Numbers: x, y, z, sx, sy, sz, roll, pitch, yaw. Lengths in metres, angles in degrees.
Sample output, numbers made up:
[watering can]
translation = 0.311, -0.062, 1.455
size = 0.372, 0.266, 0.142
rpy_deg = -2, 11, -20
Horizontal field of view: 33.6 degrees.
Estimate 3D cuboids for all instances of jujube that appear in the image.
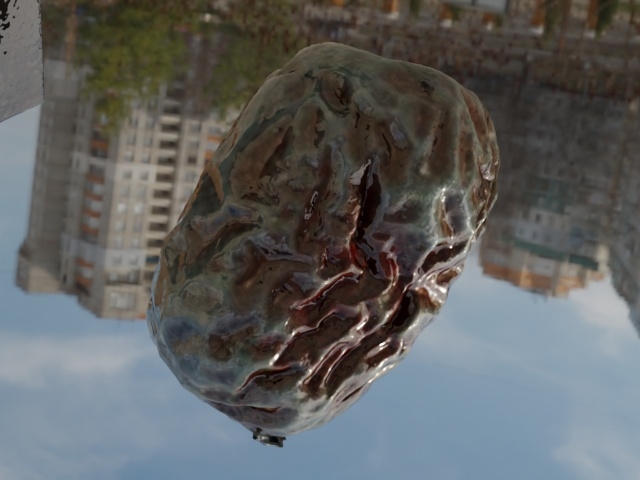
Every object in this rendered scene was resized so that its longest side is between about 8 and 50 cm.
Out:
[jujube]
translation = 0.000, 0.000, 0.838
size = 0.226, 0.317, 0.226
rpy_deg = 30, -174, -4

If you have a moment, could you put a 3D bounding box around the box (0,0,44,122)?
[box]
translation = -0.279, -0.203, 0.736
size = 0.047, 0.324, 0.180
rpy_deg = 34, -133, 23
